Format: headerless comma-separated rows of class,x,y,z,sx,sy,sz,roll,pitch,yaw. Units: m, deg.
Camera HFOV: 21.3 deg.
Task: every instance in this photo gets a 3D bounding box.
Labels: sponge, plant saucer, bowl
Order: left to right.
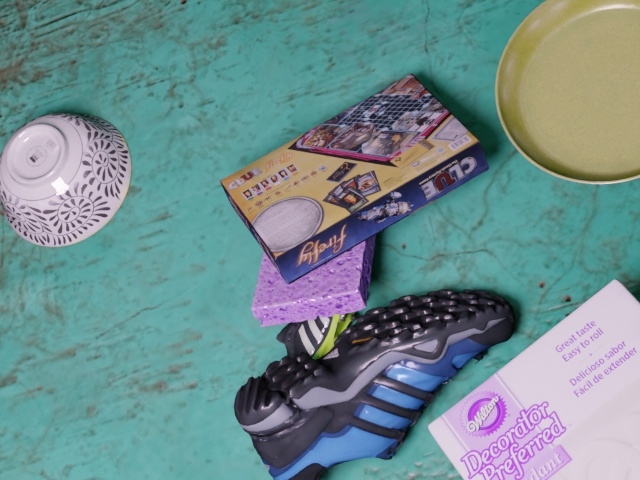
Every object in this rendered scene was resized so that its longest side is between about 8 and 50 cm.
bowl,-0.311,-0.084,1.963,0.170,0.080,0.170,-7,68,17
sponge,0.000,0.000,1.794,0.117,0.031,0.210,-10,40,18
plant saucer,0.306,-0.164,1.797,0.241,0.037,0.241,-7,68,17

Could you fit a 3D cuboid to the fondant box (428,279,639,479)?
fondant box,0.286,0.230,1.580,0.238,0.096,0.330,-38,49,2

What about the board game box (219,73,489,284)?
board game box,0.033,-0.069,1.795,0.243,0.042,0.165,-29,39,-6

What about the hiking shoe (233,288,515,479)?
hiking shoe,0.064,0.150,1.731,0.304,0.132,0.113,-24,21,-8

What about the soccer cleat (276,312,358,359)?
soccer cleat,-0.003,0.088,1.795,0.072,0.060,0.178,15,78,26
